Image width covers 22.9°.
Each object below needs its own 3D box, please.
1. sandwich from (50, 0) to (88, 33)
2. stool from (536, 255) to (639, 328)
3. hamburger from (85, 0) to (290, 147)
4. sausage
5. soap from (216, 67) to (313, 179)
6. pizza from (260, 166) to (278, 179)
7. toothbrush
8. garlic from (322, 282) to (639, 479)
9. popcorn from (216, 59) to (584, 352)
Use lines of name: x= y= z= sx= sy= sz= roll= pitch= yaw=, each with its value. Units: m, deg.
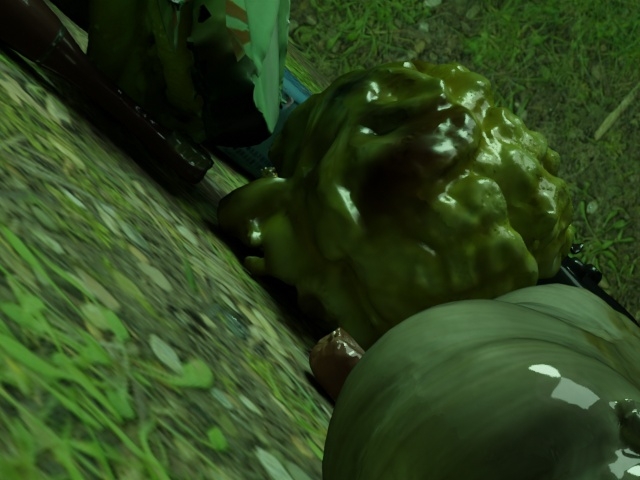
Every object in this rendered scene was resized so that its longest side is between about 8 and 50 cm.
sandwich: x=-0.201 y=-0.216 z=0.999 sx=0.212 sy=0.063 sz=0.245 roll=42 pitch=0 yaw=-25
stool: x=0.160 y=0.074 z=1.194 sx=0.232 sy=0.141 sz=0.232 roll=44 pitch=8 yaw=-8
hamburger: x=-0.084 y=-0.163 z=0.987 sx=0.235 sy=0.125 sz=0.214 roll=-42 pitch=128 yaw=-68
sausage: x=0.051 y=0.107 z=0.865 sx=0.147 sy=0.030 sz=0.035 roll=44 pitch=11 yaw=-3
soap: x=-0.053 y=-0.109 z=1.290 sx=0.293 sy=0.077 sz=0.156 roll=37 pitch=10 yaw=-49
pizza: x=0.000 y=0.000 z=1.161 sx=0.123 sy=0.026 sz=0.108 roll=31 pitch=32 yaw=-10
toothbrush: x=-0.198 y=-0.150 z=0.898 sx=0.364 sy=0.041 sz=0.041 roll=42 pitch=8 yaw=-21
garlic: x=0.098 y=0.119 z=0.603 sx=0.228 sy=0.152 sz=0.228 roll=42 pitch=16 yaw=-15
popcorn: x=0.052 y=-0.016 z=0.996 sx=0.169 sy=0.189 sz=0.218 roll=48 pitch=-2 yaw=-34
